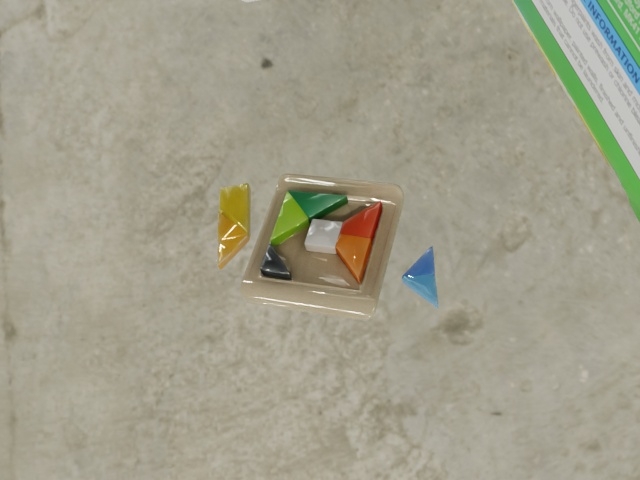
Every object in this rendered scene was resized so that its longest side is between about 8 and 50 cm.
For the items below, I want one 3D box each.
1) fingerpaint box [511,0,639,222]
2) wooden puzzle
[{"bbox_3d":[0.322,-0.081,0.308,0.371,0.163,0.445,-19,70,-8],"label":"fingerpaint box"},{"bbox_3d":[0.000,0.000,0.380,0.116,0.014,0.079,1,59,13],"label":"wooden puzzle"}]
